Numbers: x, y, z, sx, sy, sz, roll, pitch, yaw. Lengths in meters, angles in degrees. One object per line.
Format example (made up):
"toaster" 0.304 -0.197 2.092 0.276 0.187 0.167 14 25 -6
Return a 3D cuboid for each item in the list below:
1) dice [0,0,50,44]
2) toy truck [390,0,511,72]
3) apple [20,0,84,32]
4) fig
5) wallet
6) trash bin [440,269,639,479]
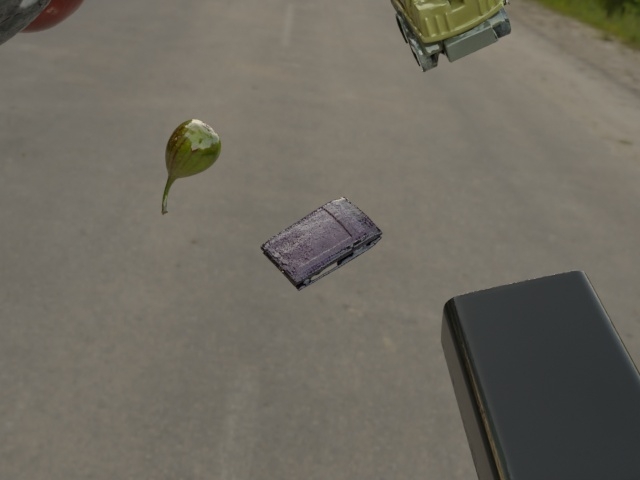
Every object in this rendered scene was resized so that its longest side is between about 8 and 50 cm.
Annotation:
"dice" -0.447 -0.345 1.261 0.183 0.182 0.181 -40 2 -12
"toy truck" 0.128 -0.340 1.240 0.124 0.157 0.272 -23 48 2
"apple" -0.512 -0.490 1.743 0.260 0.260 0.216 -3 -21 -32
"fig" -0.236 -0.128 1.715 0.093 0.166 0.093 35 -9 6
"wallet" 0.000 -0.001 1.580 0.166 0.030 0.111 -31 54 -19
"trash bin" 0.213 0.156 0.942 0.165 0.115 0.226 -12 52 -4
